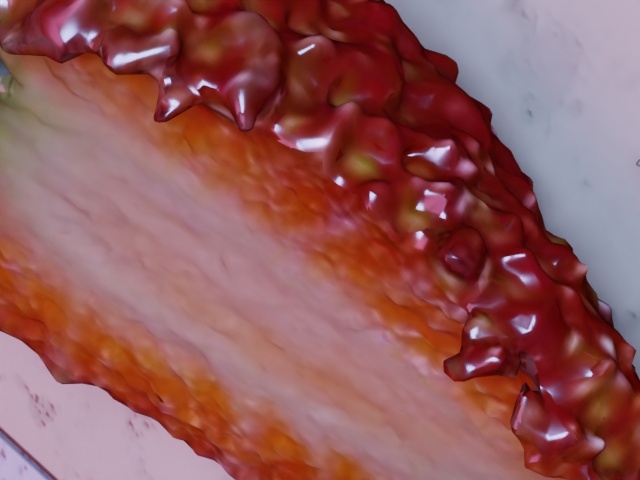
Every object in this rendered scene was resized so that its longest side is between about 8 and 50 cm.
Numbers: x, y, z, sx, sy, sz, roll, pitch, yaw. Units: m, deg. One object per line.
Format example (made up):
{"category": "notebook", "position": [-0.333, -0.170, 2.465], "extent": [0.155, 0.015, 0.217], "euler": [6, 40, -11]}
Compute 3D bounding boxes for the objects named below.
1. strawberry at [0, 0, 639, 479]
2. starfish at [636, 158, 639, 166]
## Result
{"category": "strawberry", "position": [0.000, 0.000, 0.666], "extent": [0.306, 0.137, 0.233], "euler": [37, 151, -4]}
{"category": "starfish", "position": [0.151, 0.035, 0.579], "extent": [0.133, 0.041, 0.130], "euler": [6, 110, 41]}
